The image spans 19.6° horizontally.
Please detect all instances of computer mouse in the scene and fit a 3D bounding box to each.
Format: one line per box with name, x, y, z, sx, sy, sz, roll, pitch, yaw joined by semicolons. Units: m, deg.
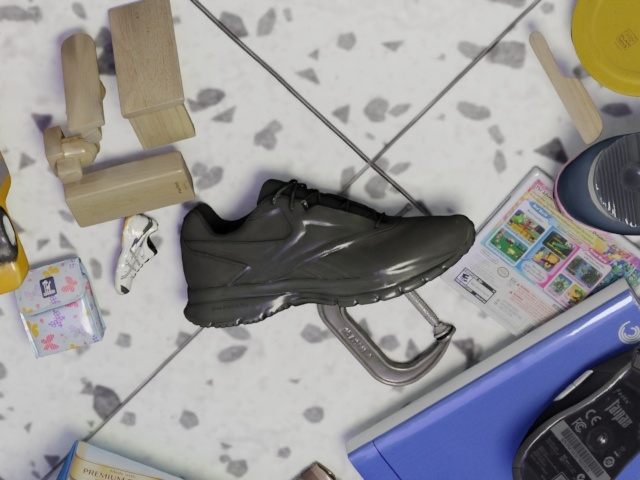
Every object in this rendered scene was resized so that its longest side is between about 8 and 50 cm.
computer mouse;0.313;0.177;1.772;0.262;0.060;0.184;-44;110;4

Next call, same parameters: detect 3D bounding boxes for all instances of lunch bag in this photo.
lunch bag;-0.252;0.063;1.772;0.071;0.053;0.083;-14;102;3

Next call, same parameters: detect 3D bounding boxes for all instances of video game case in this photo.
video game case;0.220;0.028;1.785;0.157;0.019;0.143;37;107;-14

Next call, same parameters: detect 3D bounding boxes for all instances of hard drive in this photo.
hard drive;0.214;0.198;1.827;0.318;0.040;0.210;-32;117;11

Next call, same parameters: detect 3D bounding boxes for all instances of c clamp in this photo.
c clamp;0.073;0.064;1.794;0.137;0.022;0.161;-32;108;11

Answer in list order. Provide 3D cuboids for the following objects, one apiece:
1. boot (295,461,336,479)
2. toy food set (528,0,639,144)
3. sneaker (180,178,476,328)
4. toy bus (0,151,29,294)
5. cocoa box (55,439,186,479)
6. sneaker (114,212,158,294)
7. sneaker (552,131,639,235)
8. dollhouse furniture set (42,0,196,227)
boot;-0.025;0.261;1.866;0.118;0.042;0.087;33;100;-11
toy food set;0.299;-0.192;1.677;0.218;0.071;0.128;-37;78;8
sneaker;0.000;0.000;1.718;0.286;0.109;0.130;-10;97;8
toy bus;-0.367;-0.106;1.659;0.108;0.130;0.333;-18;111;5
cocoa box;-0.135;0.394;1.792;0.347;0.228;0.231;22;124;-10
sneaker;-0.175;0.016;1.765;0.037;0.032;0.083;11;112;-5
sneaker;0.365;-0.055;1.721;0.319;0.131;0.112;3;85;-22
dollhouse furniture set;-0.183;-0.117;1.714;0.144;0.123;0.151;-14;146;5
